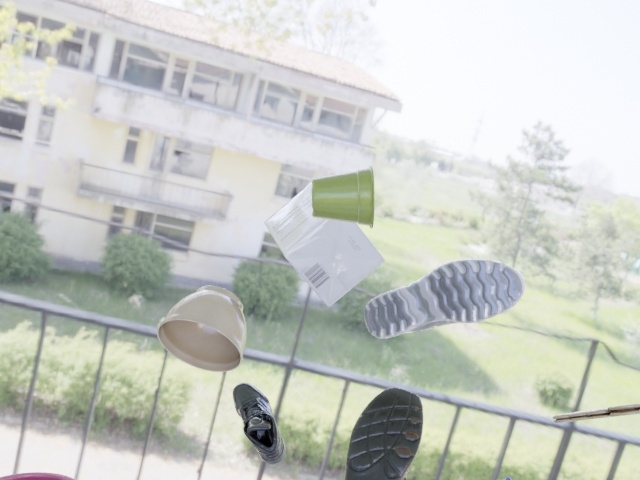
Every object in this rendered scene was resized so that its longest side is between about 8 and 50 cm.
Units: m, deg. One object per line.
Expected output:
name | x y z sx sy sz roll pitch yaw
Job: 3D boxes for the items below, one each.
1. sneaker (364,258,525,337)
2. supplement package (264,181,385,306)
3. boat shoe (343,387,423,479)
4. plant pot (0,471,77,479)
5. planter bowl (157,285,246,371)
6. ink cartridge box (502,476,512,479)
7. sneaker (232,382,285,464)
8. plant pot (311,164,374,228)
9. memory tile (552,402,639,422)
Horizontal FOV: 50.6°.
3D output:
sneaker | 0.215 0.095 1.164 0.281 0.105 0.115 -16 -8 31
supplement package | 0.000 0.000 1.653 0.177 0.175 0.293 50 0 -21
boat shoe | 0.096 0.426 1.221 0.123 0.324 0.120 19 -29 14
plant pot | -0.423 0.452 0.942 0.201 0.180 0.201 3 8 0
planter bowl | -0.205 0.154 1.254 0.162 0.162 0.109 15 50 6
ink cartridge box | 0.363 0.537 1.204 0.208 0.045 0.206 -12 56 -46
sneaker | -0.160 0.435 1.689 0.087 0.130 0.227 -22 54 -11
plant pot | 0.028 -0.057 0.883 0.079 0.083 0.083 0 10 -1
memory tile | 0.369 0.212 0.838 0.113 0.012 0.148 -1 -18 -17
